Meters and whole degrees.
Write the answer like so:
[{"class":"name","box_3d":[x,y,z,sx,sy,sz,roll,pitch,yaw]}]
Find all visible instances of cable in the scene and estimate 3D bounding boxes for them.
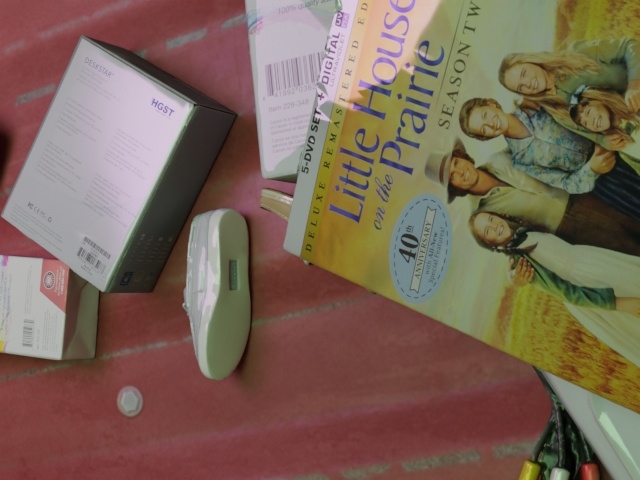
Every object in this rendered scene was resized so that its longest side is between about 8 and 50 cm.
[{"class":"cable","box_3d":[0.228,0.175,1.007,0.139,0.072,0.287,1,87,22]}]

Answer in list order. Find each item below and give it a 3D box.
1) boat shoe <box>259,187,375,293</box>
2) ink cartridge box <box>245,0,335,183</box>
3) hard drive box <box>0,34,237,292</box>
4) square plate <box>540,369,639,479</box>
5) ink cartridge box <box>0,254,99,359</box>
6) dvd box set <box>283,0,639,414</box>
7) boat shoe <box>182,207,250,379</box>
[{"class":"boat shoe","box_3d":[0.000,0.000,1.138,0.170,0.063,0.059,29,94,25]},{"class":"ink cartridge box","box_3d":[0.051,-0.219,1.085,0.226,0.131,0.306,-7,84,27]},{"class":"hard drive box","box_3d":[-0.229,-0.083,1.245,0.181,0.089,0.232,33,103,24]},{"class":"square plate","box_3d":[0.370,0.149,0.845,0.347,0.049,0.344,-38,76,34]},{"class":"ink cartridge box","box_3d":[-0.362,0.075,1.318,0.198,0.067,0.115,4,89,26]},{"class":"dvd box set","box_3d":[0.176,-0.061,0.878,0.420,0.062,0.308,25,111,30]},{"class":"boat shoe","box_3d":[-0.120,0.057,1.199,0.063,0.066,0.184,-3,88,41]}]
